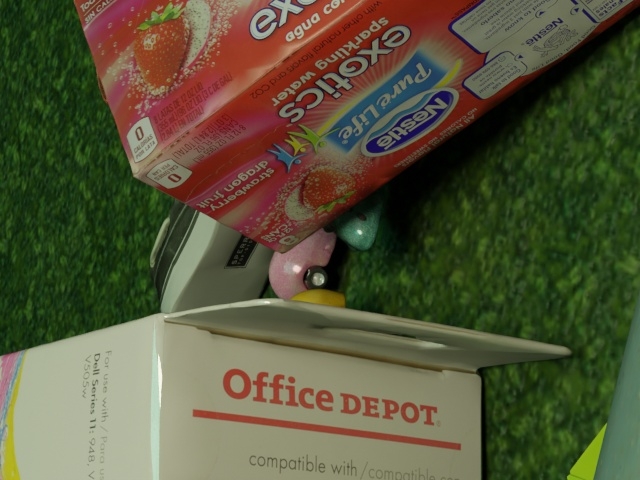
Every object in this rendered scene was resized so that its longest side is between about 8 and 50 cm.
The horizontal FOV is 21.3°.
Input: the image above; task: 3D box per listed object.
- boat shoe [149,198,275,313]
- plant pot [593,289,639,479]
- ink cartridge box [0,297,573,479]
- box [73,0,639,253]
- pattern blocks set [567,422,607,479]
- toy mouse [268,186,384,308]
[{"bbox_3d":[-0.046,-0.038,1.001,0.219,0.078,0.070,-57,45,31],"label":"boat shoe"},{"bbox_3d":[0.187,0.161,0.422,0.341,0.341,0.334,20,107,51],"label":"plant pot"},{"bbox_3d":[-0.058,0.121,0.881,0.353,0.207,0.119,-17,68,50],"label":"ink cartridge box"},{"bbox_3d":[0.024,-0.123,0.826,0.257,0.128,0.122,-35,55,20],"label":"box"},{"bbox_3d":[0.194,0.182,0.697,0.325,0.026,0.285,-54,46,31],"label":"pattern blocks set"},{"bbox_3d":[0.000,0.000,0.943,0.161,0.031,0.143,144,142,-68],"label":"toy mouse"}]
